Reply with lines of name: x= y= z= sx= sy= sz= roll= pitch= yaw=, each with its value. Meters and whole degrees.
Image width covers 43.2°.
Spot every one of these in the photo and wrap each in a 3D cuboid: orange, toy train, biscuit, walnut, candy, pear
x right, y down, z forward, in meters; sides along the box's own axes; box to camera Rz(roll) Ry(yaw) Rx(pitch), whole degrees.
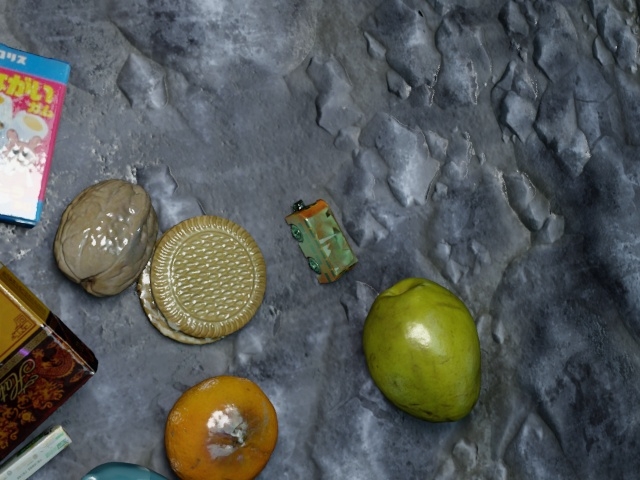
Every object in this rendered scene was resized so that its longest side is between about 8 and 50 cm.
orange: x=-0.183 y=0.368 z=1.528 sx=0.224 sy=0.170 sz=0.223 roll=3 pitch=83 yaw=-24
toy train: x=0.000 y=0.000 z=1.694 sx=0.072 sy=0.099 sz=0.188 roll=-32 pitch=100 yaw=-25
biscuit: x=-0.230 y=0.078 z=1.583 sx=0.259 sy=0.079 sz=0.259 roll=3 pitch=84 yaw=-28
walnut: x=-0.385 y=-0.014 z=1.473 sx=0.178 sy=0.178 sz=0.230 roll=36 pitch=59 yaw=-19
candy: x=-0.556 y=-0.185 z=1.438 sx=0.157 sy=0.100 sz=0.305 roll=12 pitch=81 yaw=-23
pear: x=0.218 y=0.235 z=1.705 sx=0.253 sy=0.253 sz=0.307 roll=-26 pitch=108 yaw=-26

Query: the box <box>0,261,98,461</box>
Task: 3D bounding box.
box: x=-0.604 y=0.157 z=1.331 sx=0.264 sy=0.116 sz=0.415 roll=-44 pitch=106 yaw=-6

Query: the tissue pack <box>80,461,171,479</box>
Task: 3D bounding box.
tissue pack: x=-0.370 y=0.529 z=1.403 sx=0.206 sy=0.198 sz=0.287 roll=31 pitch=74 yaw=-16

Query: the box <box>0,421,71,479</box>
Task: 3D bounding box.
box: x=-0.534 y=0.401 z=1.417 sx=0.207 sy=0.050 sz=0.041 roll=-39 pitch=104 yaw=-24
